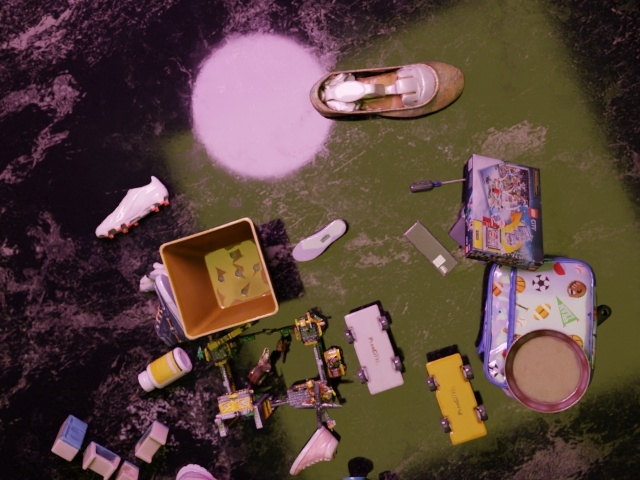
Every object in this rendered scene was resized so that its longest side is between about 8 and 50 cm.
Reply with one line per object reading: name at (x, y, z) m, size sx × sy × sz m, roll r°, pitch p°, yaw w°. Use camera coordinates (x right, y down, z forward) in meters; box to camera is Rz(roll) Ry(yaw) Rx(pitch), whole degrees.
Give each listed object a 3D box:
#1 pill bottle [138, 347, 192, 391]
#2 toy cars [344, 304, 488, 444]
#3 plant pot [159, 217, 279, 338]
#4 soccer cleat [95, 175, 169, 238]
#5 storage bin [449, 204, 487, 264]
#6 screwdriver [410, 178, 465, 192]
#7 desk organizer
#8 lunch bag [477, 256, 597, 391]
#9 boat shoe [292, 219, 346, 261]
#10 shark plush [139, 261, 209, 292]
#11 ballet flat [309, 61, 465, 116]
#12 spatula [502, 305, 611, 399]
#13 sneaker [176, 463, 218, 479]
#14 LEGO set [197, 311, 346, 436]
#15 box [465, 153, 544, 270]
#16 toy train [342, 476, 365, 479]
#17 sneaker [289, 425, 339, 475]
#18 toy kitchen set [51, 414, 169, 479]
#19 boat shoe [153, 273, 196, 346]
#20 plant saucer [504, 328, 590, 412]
pill bottle at (-0.366, 0.306, 1.846) m, size 0.116 × 0.065 × 0.065 m, roll -31°, pitch 87°, yaw 7°
toy cars at (0.212, 0.296, 1.761) m, size 0.393 × 0.087 × 0.176 m, roll 30°, pitch 90°, yaw 9°
plant pot at (-0.203, 0.080, 1.757) m, size 0.212 × 0.187 × 0.212 m, roll -17°, pitch 88°, yaw 8°
soccer cleat at (-0.448, -0.075, 1.851) m, size 0.196 × 0.068 × 0.076 m, roll -32°, pitch 82°, yaw 0°
storage bin at (0.355, -0.019, 1.727) m, size 0.135 × 0.098 × 0.091 m, roll 42°, pitch 141°, yaw 4°
screwdriver at (0.286, -0.130, 1.774) m, size 0.169 × 0.025 × 0.024 m, roll -9°, pitch 90°, yaw -1°
desk organizer at (0.248, 0.018, 1.762) m, size 0.047 × 0.050 × 0.130 m, roll -44°, pitch 86°, yaw 7°
lunch bag at (0.463, 0.186, 1.687) m, size 0.243 × 0.115 × 0.303 m, roll 4°, pitch 83°, yaw 15°
boat shoe at (0.000, 0.000, 1.801) m, size 0.142 × 0.040 × 0.049 m, roll -34°, pitch 96°, yaw 8°
shark plush at (-0.344, 0.098, 1.860) m, size 0.161 × 0.073 × 0.067 m, roll 2°, pitch 112°, yaw -13°
ballet flat at (0.145, -0.332, 1.735) m, size 0.348 × 0.123 × 0.123 m, roll -4°, pitch 91°, yaw 8°
spatula at (0.522, 0.241, 1.740) m, size 0.296 × 0.030 × 0.084 m, roll -38°, pitch 83°, yaw 7°
sneaker at (-0.230, 0.607, 1.812) m, size 0.252 × 0.111 × 0.103 m, roll 16°, pitch 94°, yaw 7°
LEGO set at (-0.117, 0.299, 1.748) m, size 0.331 × 0.192 × 0.255 m, roll -6°, pitch 91°, yaw 8°
box at (0.388, -0.060, 1.669) m, size 0.159 × 0.044 × 0.233 m, roll 12°, pitch 63°, yaw -11°
toy train at (0.158, 0.610, 1.779) m, size 0.248 × 0.105 × 0.143 m, roll 7°, pitch 74°, yaw -19°
sneaker at (-0.010, 0.499, 1.809) m, size 0.070 × 0.051 × 0.134 m, roll 37°, pitch 92°, yaw 11°
toy kitchen set at (-0.491, 0.457, 1.861) m, size 0.207 × 0.122 × 0.166 m, roll 36°, pitch 96°, yaw -15°
boat shoe at (-0.356, 0.167, 1.817) m, size 0.083 × 0.065 × 0.183 m, roll -21°, pitch 114°, yaw 10°
plant saucer at (0.460, 0.264, 1.603) m, size 0.168 × 0.029 × 0.169 m, roll -3°, pitch 82°, yaw 19°
